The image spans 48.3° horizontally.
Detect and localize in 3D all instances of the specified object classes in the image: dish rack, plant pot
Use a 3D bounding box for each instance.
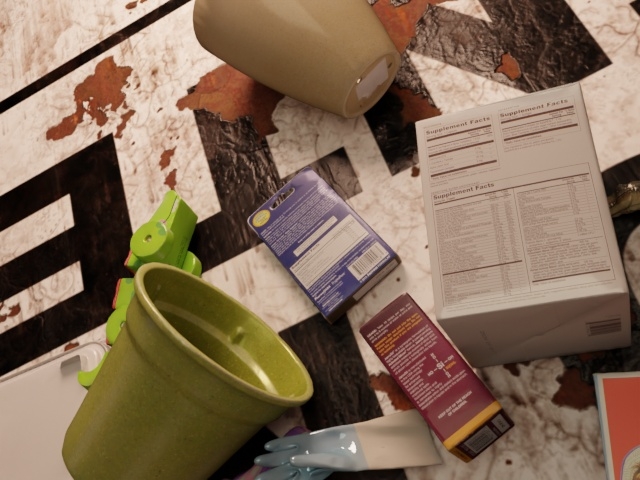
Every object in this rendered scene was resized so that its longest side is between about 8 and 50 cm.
[{"bbox_3d":[-0.436,0.312,1.095,0.333,0.072,0.285,-24,59,14],"label":"dish rack"},{"bbox_3d":[-0.194,0.213,0.941,0.276,0.276,0.254,42,99,33],"label":"plant pot"},{"bbox_3d":[-0.015,-0.326,1.128,0.274,0.256,0.256,43,88,18],"label":"plant pot"}]

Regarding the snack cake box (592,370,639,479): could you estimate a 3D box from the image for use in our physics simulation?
[{"bbox_3d":[0.378,0.271,0.735,0.152,0.089,0.264,-8,63,23],"label":"snack cake box"}]

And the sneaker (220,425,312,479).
[{"bbox_3d":[-0.096,0.334,0.921,0.105,0.095,0.236,29,81,40],"label":"sneaker"}]

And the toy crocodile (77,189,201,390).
[{"bbox_3d":[-0.268,0.081,1.098,0.105,0.115,0.340,1,65,24],"label":"toy crocodile"}]

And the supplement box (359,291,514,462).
[{"bbox_3d":[0.142,0.168,0.881,0.081,0.104,0.188,-39,57,2],"label":"supplement box"}]

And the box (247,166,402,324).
[{"bbox_3d":[0.000,0.000,1.067,0.136,0.036,0.225,-42,58,0],"label":"box"}]

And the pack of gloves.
[{"bbox_3d":[0.043,0.291,0.823,0.232,0.046,0.195,-10,47,-12],"label":"pack of gloves"}]

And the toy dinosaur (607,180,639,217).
[{"bbox_3d":[0.472,-0.012,0.849,0.268,0.064,0.118,9,63,24],"label":"toy dinosaur"}]

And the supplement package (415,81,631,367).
[{"bbox_3d":[0.244,-0.009,0.863,0.198,0.199,0.262,-12,62,19],"label":"supplement package"}]
